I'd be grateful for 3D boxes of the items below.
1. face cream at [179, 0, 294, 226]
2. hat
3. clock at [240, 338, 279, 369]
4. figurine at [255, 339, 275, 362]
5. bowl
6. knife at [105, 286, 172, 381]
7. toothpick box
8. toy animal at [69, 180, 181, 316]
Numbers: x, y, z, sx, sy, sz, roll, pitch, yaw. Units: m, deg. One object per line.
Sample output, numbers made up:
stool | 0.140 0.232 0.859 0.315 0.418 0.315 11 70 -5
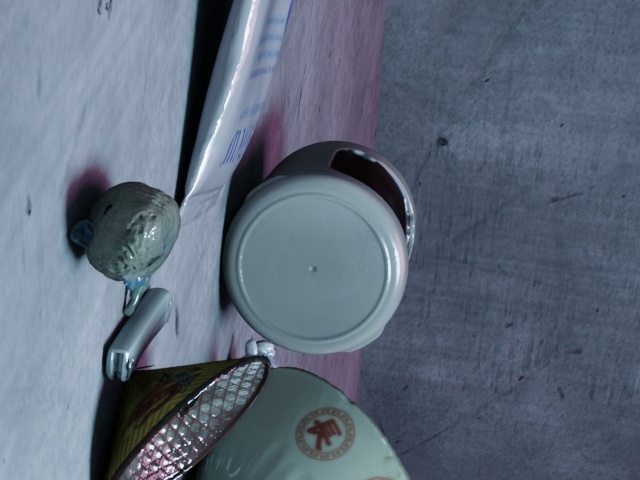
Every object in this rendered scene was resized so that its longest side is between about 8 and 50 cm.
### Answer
face cream | -0.065 -0.224 1.601 0.235 0.137 0.420 -59 166 -79
hat | -0.138 0.143 1.403 0.193 0.082 0.193 -42 165 -14
clock | -0.078 0.215 1.977 0.117 0.080 0.176 56 -36 42
figurine | -0.077 0.180 2.104 0.060 0.047 0.106 118 -19 -59
bowl | -0.049 0.319 1.775 0.157 0.337 0.337 -20 126 -37
knife | -0.154 0.082 1.397 0.162 0.023 0.044 -66 168 -71
toothpick box | 0.000 0.000 1.952 0.316 0.229 0.229 -66 162 -75
toy animal | -0.146 0.000 1.263 0.079 0.070 0.253 -46 180 -10
